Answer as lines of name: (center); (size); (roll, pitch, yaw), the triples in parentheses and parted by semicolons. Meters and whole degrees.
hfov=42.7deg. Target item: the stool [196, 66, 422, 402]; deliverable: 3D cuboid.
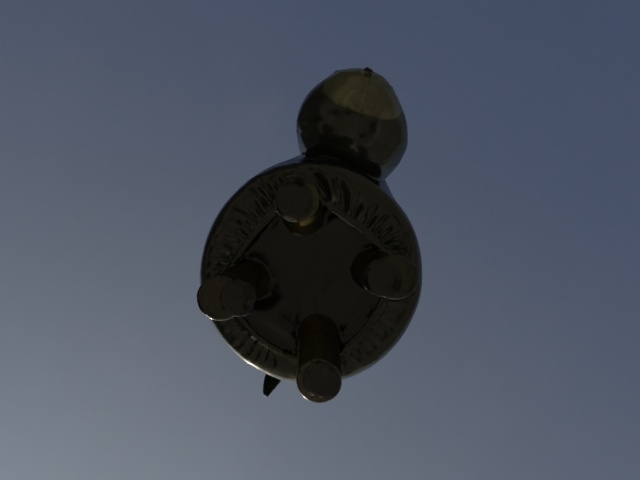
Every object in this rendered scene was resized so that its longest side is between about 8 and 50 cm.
stool: (-0.009, -0.001, 0.563); (0.153, 0.139, 0.228); (-5, -84, 2)
